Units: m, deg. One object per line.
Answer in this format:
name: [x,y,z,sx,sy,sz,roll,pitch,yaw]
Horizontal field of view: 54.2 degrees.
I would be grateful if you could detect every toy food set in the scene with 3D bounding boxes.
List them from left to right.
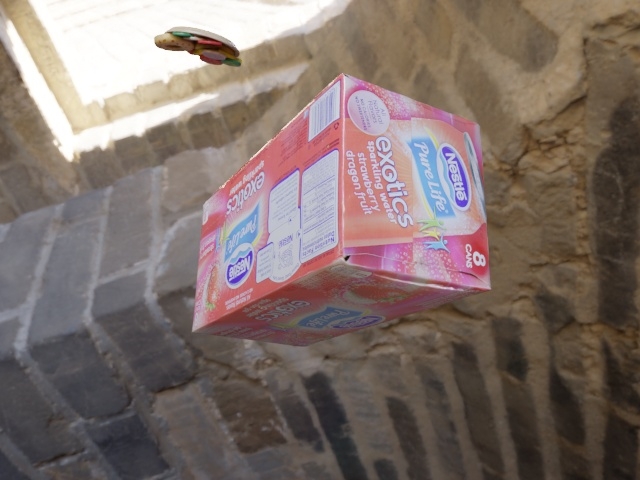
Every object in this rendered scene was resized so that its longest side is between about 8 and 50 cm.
toy food set: [-0.125,-0.203,0.656,0.083,0.083,0.020,12,90,-51]

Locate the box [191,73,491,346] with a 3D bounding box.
box: [0.000,0.000,0.583,0.300,0.142,0.154,-31,-128,54]
